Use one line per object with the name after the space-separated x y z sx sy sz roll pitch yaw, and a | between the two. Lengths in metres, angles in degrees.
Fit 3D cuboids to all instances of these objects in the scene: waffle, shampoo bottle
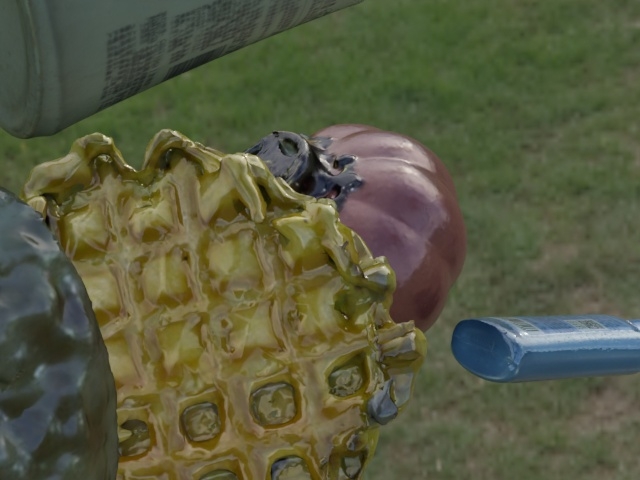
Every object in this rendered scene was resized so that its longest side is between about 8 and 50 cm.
-0.081 0.075 0.883 0.280 0.060 0.262 29 81 9 | waffle
-0.041 -0.133 0.665 0.234 0.118 0.087 -27 51 -29 | shampoo bottle
0.264 0.109 1.624 0.258 0.061 0.104 0 12 -35 | shampoo bottle

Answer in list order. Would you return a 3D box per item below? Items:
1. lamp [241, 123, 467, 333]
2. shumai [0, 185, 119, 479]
0.000 0.000 1.649 0.305 0.239 0.305 -26 37 21 | lamp
-0.210 0.094 0.593 0.189 0.256 0.218 18 34 28 | shumai
